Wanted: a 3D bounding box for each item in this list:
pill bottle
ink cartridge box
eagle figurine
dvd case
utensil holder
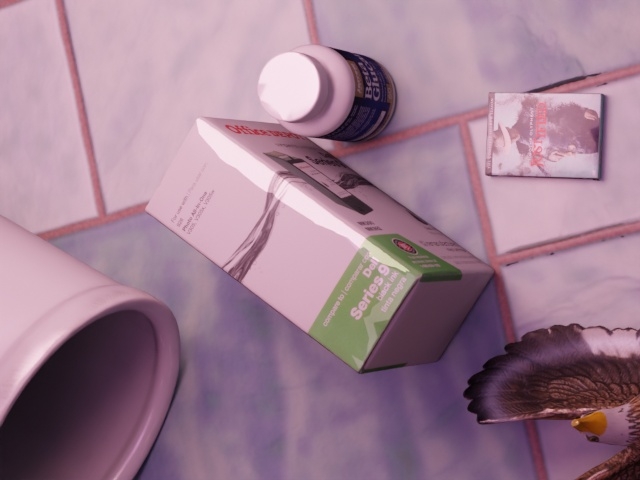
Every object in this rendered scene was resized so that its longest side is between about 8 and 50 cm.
[{"bbox_3d":[0.004,-0.150,1.771,0.094,0.169,0.094,0,91,25],"label":"pill bottle"},{"bbox_3d":[0.000,0.000,1.750,0.289,0.211,0.121,36,105,20],"label":"ink cartridge box"},{"bbox_3d":[0.300,0.180,1.652,0.298,0.225,0.226,-28,32,52],"label":"eagle figurine"},{"bbox_3d":[0.226,-0.106,1.754,0.119,0.013,0.087,4,92,26],"label":"dvd case"},{"bbox_3d":[-0.398,0.120,1.882,0.385,0.328,0.327,29,102,25],"label":"utensil holder"}]
